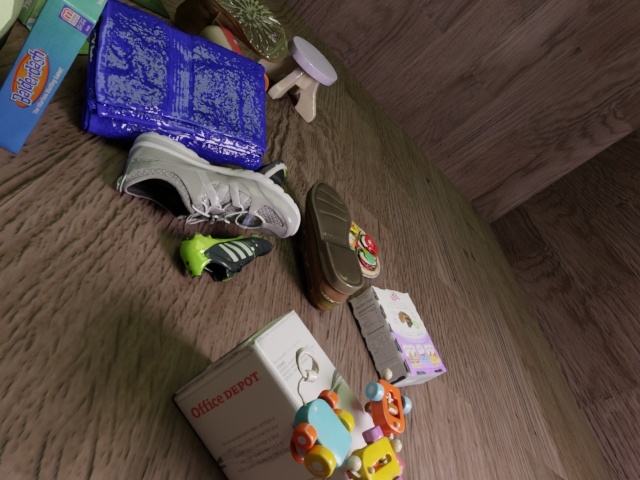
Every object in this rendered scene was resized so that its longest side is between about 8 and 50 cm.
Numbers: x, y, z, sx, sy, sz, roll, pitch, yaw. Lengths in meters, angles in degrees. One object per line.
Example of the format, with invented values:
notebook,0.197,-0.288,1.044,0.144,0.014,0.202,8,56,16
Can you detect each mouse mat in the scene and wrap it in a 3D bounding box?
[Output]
mouse mat,-0.464,-0.619,1.023,0.152,0.007,0.190,58,28,12

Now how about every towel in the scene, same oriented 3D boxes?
towel,-0.224,-0.256,0.723,0.309,0.076,0.227,8,78,-41

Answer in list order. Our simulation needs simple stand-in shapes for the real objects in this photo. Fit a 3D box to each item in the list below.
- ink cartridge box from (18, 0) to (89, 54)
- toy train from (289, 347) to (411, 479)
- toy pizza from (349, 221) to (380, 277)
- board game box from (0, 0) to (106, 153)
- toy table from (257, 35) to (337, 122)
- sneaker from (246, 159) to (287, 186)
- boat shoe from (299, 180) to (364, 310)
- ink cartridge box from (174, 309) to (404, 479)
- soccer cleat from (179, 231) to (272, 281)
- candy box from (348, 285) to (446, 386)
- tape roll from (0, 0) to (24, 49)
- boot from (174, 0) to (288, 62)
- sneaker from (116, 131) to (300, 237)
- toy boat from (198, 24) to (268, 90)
ink cartridge box,-0.463,-0.409,0.696,0.209,0.062,0.109,49,26,-7
toy train,0.026,0.172,0.405,0.166,0.046,0.125,32,35,-33
toy pizza,0.091,0.005,1.084,0.201,0.032,0.201,38,29,-26
board game box,-0.328,-0.229,0.517,0.047,0.210,0.160,30,33,-37
toy table,-0.068,-0.526,1.360,0.252,0.161,0.274,53,26,5
sneaker,-0.122,-0.092,0.849,0.234,0.084,0.097,-56,130,-62
boat shoe,0.000,0.000,0.874,0.111,0.104,0.307,25,37,-27
ink cartridge box,-0.039,0.212,0.475,0.217,0.159,0.092,53,30,3
soccer cleat,-0.141,0.028,0.672,0.179,0.060,0.072,0,70,-54
candy box,0.164,0.204,0.906,0.165,0.070,0.196,17,43,-49
tape roll,-0.486,-0.311,0.367,0.392,0.072,0.391,19,64,-43
boot,-0.218,-0.502,1.018,0.236,0.089,0.270,44,-15,-27
sneaker,-0.171,-0.056,0.660,0.282,0.105,0.115,21,50,-9
toy boat,-0.183,-0.357,0.951,0.151,0.151,0.230,-10,64,-39
